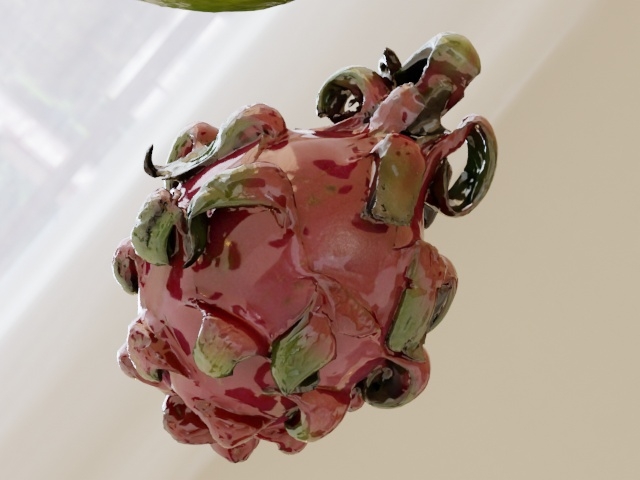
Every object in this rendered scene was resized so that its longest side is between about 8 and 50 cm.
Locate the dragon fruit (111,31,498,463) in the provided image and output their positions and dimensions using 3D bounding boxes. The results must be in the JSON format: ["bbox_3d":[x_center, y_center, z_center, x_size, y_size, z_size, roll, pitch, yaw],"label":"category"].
[{"bbox_3d":[-0.004,0.007,1.053,0.218,0.272,0.198,48,153,22],"label":"dragon fruit"}]

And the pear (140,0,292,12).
[{"bbox_3d":[-0.032,-0.162,0.560,0.239,0.288,0.139,58,-177,-42],"label":"pear"}]
